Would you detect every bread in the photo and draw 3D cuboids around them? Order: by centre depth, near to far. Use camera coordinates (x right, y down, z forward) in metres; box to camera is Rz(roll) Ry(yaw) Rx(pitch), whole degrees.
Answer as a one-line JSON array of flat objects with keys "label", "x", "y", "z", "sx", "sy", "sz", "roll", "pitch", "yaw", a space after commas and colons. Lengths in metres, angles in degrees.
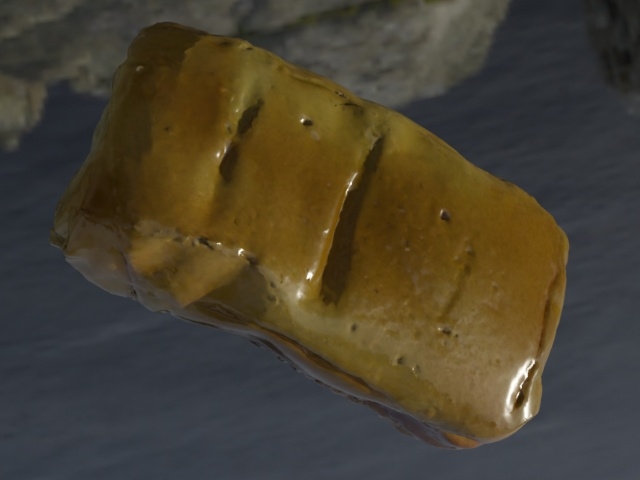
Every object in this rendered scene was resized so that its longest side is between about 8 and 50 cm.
[{"label": "bread", "x": 0.000, "y": 0.000, "z": 0.434, "sx": 0.132, "sy": 0.074, "sz": 0.053, "roll": 28, "pitch": 158, "yaw": -13}]
